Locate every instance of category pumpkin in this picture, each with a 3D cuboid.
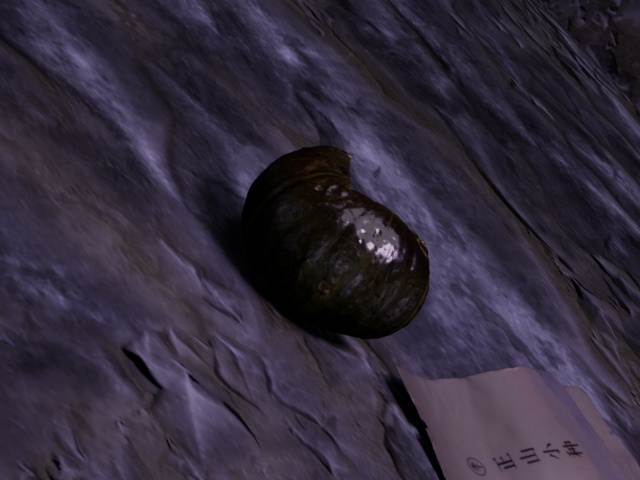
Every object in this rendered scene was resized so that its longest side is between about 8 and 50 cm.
[{"bbox_3d":[0.000,0.000,1.407,0.183,0.119,0.107,47,18,23],"label":"pumpkin"}]

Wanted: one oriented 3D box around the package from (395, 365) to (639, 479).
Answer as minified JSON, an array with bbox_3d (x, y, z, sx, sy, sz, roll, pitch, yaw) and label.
[{"bbox_3d":[0.188,0.202,1.470,0.250,0.062,0.204,8,40,-38],"label":"package"}]
